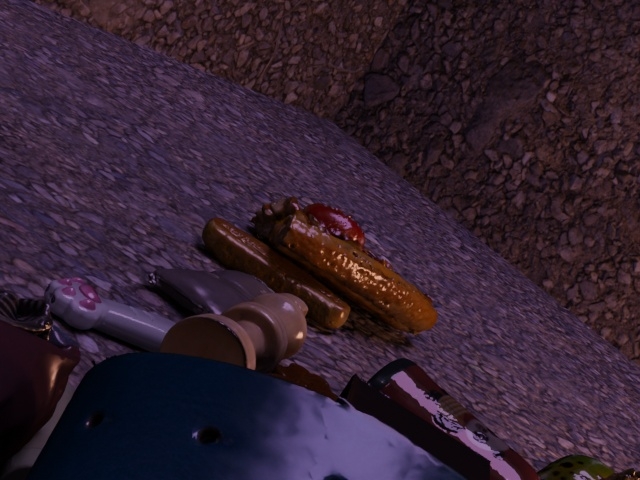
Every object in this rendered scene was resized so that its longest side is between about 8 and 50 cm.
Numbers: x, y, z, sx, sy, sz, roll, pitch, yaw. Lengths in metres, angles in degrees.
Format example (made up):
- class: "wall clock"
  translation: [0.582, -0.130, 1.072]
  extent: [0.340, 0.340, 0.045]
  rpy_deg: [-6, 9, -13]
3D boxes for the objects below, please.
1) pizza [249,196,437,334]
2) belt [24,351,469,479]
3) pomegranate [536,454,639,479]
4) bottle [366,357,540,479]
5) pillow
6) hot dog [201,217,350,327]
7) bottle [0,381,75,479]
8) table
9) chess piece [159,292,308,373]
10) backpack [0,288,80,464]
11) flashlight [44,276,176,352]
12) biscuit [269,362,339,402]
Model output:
- class: "pizza"
  translation: [0.000, 0.000, 2.578]
  extent: [0.406, 0.130, 0.440]
  rpy_deg: [34, -1, 45]
- class: "belt"
  translation: [-0.028, 0.261, 1.153]
  extent: [0.436, 0.300, 0.173]
  rpy_deg: [24, 53, -3]
- class: "pomegranate"
  translation: [0.370, 0.369, 2.013]
  extent: [0.159, 0.205, 0.159]
  rpy_deg: [22, 52, -31]
- class: "bottle"
  translation: [0.191, 0.311, 1.913]
  extent: [0.336, 0.144, 0.144]
  rpy_deg: [40, 14, 22]
- class: "pillow"
  translation: [-0.133, 0.090, 2.157]
  extent: [0.169, 0.059, 0.255]
  rpy_deg: [41, 14, 23]
- class: "hot dog"
  translation: [-0.077, 0.058, 2.400]
  extent: [0.286, 0.061, 0.088]
  rpy_deg: [34, 13, 11]
- class: "bottle"
  translation: [-0.269, 0.198, 1.372]
  extent: [0.072, 0.072, 0.201]
  rpy_deg: [29, 13, -15]
- class: "table"
  translation: [0.067, 0.288, 1.624]
  extent: [0.193, 0.169, 0.172]
  rpy_deg: [34, 13, 0]
- class: "chess piece"
  translation: [-0.092, 0.132, 1.952]
  extent: [0.117, 0.117, 0.397]
  rpy_deg: [35, 13, 10]
- class: "backpack"
  translation: [-0.384, 0.093, 1.203]
  extent: [0.317, 0.197, 0.283]
  rpy_deg: [29, 17, 1]
- class: "flashlight"
  translation: [-0.257, 0.099, 1.840]
  extent: [0.200, 0.047, 0.093]
  rpy_deg: [24, 14, -30]
- class: "biscuit"
  translation: [-0.023, 0.219, 1.995]
  extent: [0.124, 0.026, 0.175]
  rpy_deg: [31, 13, -2]
